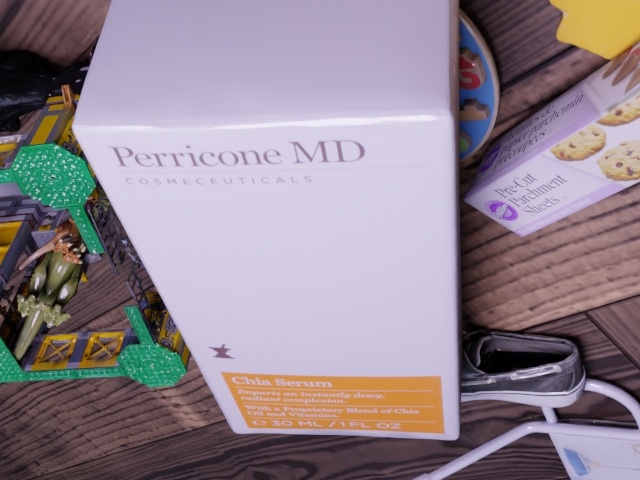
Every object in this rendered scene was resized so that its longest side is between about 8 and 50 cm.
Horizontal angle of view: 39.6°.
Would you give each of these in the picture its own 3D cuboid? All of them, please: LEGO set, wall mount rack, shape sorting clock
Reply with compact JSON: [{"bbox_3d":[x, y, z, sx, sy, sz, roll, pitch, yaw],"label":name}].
[{"bbox_3d":[-0.234,-0.026,0.798,0.255,0.192,0.331,-12,131,17],"label":"LEGO set"},{"bbox_3d":[0.281,0.307,1.016,0.304,0.130,0.350,-4,132,34],"label":"wall mount rack"},{"bbox_3d":[0.045,-0.132,0.721,0.206,0.040,0.206,16,141,14],"label":"shape sorting clock"}]

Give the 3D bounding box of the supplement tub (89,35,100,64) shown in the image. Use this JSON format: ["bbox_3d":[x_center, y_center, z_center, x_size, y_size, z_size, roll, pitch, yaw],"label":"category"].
[{"bbox_3d":[-0.132,-0.101,0.810,0.106,0.106,0.198,11,140,20],"label":"supplement tub"}]

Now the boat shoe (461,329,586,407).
[{"bbox_3d":[0.161,0.124,0.926,0.219,0.077,0.070,-3,135,22],"label":"boat shoe"}]

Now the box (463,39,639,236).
[{"bbox_3d":[0.208,-0.082,0.598,0.067,0.063,0.324,32,157,-10],"label":"box"}]

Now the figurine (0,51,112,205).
[{"bbox_3d":[-0.260,-0.097,0.912,0.210,0.092,0.215,5,138,21],"label":"figurine"}]

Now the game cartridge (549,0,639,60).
[{"bbox_3d":[0.322,-0.180,0.500,0.324,0.052,0.285,24,143,7],"label":"game cartridge"}]

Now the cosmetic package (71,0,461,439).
[{"bbox_3d":[0.000,0.000,0.717,0.230,0.161,0.453,-1,145,10],"label":"cosmetic package"}]
